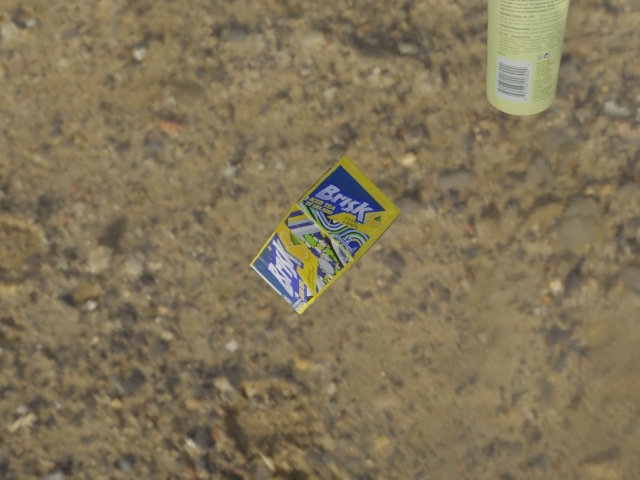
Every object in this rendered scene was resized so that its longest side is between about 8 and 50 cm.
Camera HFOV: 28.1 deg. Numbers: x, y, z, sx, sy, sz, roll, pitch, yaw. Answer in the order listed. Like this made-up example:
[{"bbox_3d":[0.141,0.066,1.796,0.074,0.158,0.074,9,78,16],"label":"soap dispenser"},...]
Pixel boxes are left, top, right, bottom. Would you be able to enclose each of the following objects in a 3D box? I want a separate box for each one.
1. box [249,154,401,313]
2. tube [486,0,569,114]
[{"bbox_3d":[0.000,0.000,0.934,0.059,0.169,0.054,45,69,1],"label":"box"},{"bbox_3d":[0.172,-0.211,1.042,0.062,0.240,0.070,34,58,31],"label":"tube"}]
